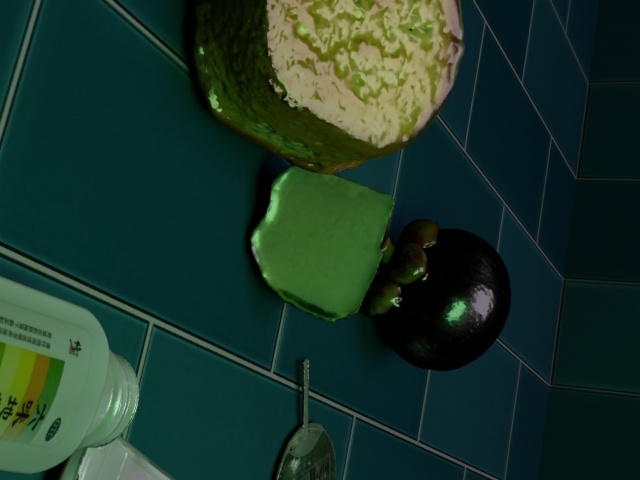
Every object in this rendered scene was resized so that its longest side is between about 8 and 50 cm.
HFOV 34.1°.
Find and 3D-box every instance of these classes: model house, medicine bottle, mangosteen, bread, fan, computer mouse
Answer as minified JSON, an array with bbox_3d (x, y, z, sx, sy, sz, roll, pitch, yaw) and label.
[{"bbox_3d":[0.000,0.000,1.619,0.189,0.195,0.214,-46,152,-85],"label":"model house"},{"bbox_3d":[-0.316,0.132,1.031,0.324,0.124,0.179,37,68,-60],"label":"medicine bottle"},{"bbox_3d":[0.204,0.090,1.934,0.302,0.275,0.275,39,52,-18],"label":"mangosteen"},{"bbox_3d":[0.021,-0.285,1.443,0.398,0.215,0.398,-4,97,-34],"label":"bread"},{"bbox_3d":[-0.013,0.367,1.741,0.223,0.012,0.294,41,57,-57],"label":"fan"},{"bbox_3d":[-0.239,0.311,1.264,0.245,0.056,0.126,52,46,-45],"label":"computer mouse"}]
